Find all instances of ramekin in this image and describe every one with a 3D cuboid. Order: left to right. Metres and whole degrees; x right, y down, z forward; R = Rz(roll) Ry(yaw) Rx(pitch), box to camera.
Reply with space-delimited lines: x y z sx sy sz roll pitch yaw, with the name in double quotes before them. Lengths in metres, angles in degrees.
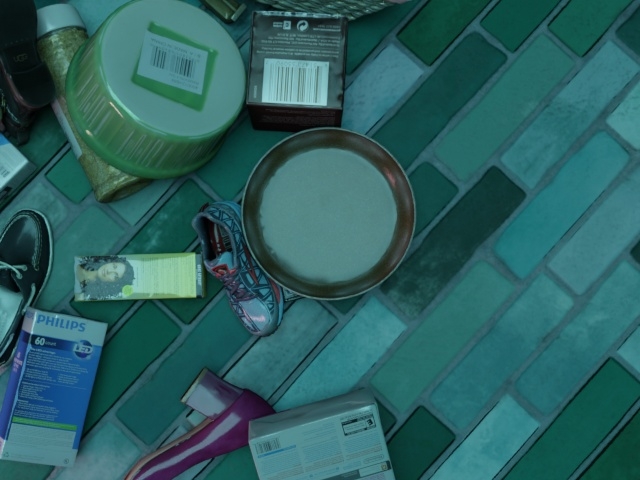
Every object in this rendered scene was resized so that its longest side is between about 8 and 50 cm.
"ramekin" -0.275 -0.272 1.637 0.304 0.148 0.303 10 69 -25

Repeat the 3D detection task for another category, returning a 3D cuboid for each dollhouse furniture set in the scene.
"dollhouse furniture set" -0.204 -0.515 1.753 0.184 0.129 0.129 41 84 -21

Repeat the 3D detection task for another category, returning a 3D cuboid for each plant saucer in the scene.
"plant saucer" 0.014 -0.047 1.689 0.311 0.050 0.310 0 85 -2

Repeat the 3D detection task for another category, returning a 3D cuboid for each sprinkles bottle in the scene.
"sprinkles bottle" -0.425 -0.247 1.710 0.121 0.121 0.355 -26 86 -3

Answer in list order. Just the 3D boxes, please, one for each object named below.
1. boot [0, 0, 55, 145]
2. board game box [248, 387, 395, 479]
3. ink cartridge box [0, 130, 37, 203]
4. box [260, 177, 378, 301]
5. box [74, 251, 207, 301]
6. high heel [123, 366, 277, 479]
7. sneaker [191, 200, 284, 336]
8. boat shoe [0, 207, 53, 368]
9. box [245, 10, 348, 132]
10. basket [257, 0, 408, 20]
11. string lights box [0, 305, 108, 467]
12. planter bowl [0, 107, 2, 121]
"boot" -0.554 -0.312 1.664 0.091 0.229 0.262 -16 91 -29
"board game box" 0.021 0.433 1.623 0.224 0.097 0.303 -15 101 -3
"ink cartridge box" -0.624 -0.111 1.723 0.104 0.060 0.180 45 85 4
"box" 0.000 0.000 1.730 0.184 0.045 0.190 -14 85 -1
"box" -0.326 0.067 1.712 0.232 0.058 0.087 -3 85 -2
"high heel" -0.233 0.419 1.652 0.181 0.127 0.377 35 89 -4
"sneaker" -0.160 0.056 1.673 0.104 0.125 0.261 -29 81 24
"boat shoe" -0.559 0.086 1.690 0.114 0.091 0.302 10 85 0
"box" -0.040 -0.293 1.678 0.169 0.203 0.167 3 84 -1
"basket" -0.009 -0.580 1.625 0.331 0.266 0.328 11 83 -29
"string lights box" -0.475 0.256 1.657 0.133 0.077 0.259 16 83 -29
"planter bowl" -0.628 -0.225 1.644 0.109 0.162 0.162 34 85 10
